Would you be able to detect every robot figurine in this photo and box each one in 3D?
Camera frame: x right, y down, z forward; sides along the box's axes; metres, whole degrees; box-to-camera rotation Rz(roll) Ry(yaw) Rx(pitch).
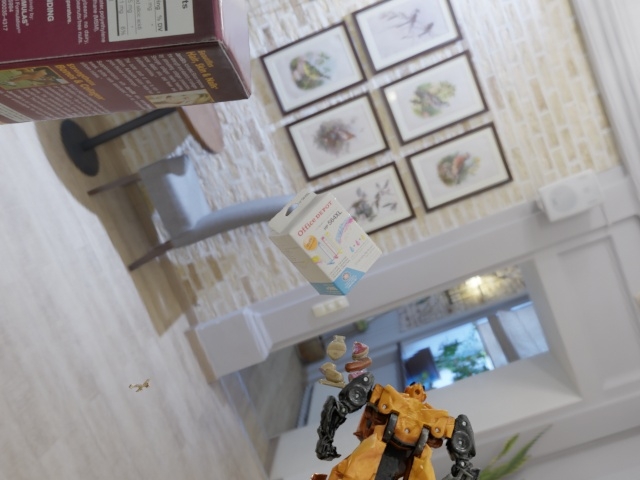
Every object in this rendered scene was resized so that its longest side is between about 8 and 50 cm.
[{"bbox_3d":[0.072,0.304,0.736,0.085,0.211,0.291,109,7,-55],"label":"robot figurine"}]

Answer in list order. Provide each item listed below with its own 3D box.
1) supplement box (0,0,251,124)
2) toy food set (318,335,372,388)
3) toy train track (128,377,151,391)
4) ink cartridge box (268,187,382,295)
[{"bbox_3d":[-0.145,-0.132,0.385,0.104,0.188,0.081,55,30,-85],"label":"supplement box"},{"bbox_3d":[0.040,0.180,0.869,0.122,0.078,0.019,-53,150,-63],"label":"toy food set"},{"bbox_3d":[-0.438,0.357,1.489,0.014,0.048,0.083,45,2,20],"label":"toy train track"},{"bbox_3d":[0.000,0.000,0.907,0.143,0.092,0.090,48,-19,-15],"label":"ink cartridge box"}]
